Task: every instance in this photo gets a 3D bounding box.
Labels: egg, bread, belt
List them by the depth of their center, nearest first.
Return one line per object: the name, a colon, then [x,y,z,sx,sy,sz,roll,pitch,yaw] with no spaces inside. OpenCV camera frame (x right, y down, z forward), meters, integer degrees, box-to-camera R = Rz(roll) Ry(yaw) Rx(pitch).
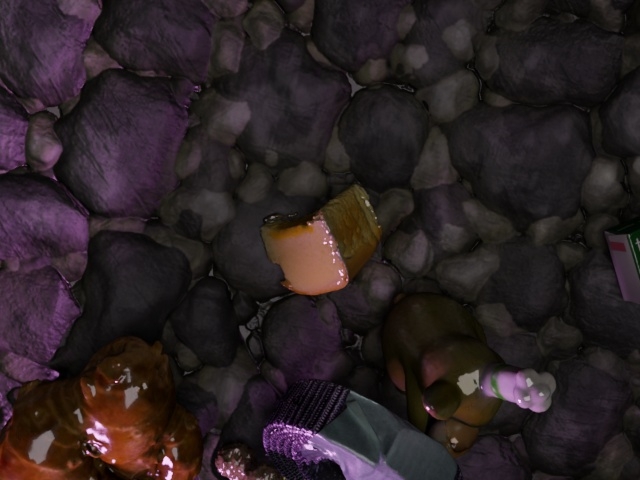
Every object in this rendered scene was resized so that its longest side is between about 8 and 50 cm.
belt: [0.063,0.338,1.101,0.325,0.260,0.122,44,52,-13]
bread: [0.000,0.000,1.157,0.160,0.169,0.140,-19,101,34]
egg: [0.224,0.326,1.221,0.083,0.071,0.071,-15,99,-23]

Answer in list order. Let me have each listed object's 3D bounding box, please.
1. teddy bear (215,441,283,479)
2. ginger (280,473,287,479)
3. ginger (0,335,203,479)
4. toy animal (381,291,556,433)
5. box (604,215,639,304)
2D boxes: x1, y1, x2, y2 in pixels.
teddy bear: [-0.115,0.456,1.126,0.129,0.182,0.251,30,74,-34]
ginger: [-0.065,0.449,1.198,0.057,0.044,0.137,4,97,-28]
ginger: [-0.343,0.315,1.087,0.357,0.152,0.274,-32,120,-5]
toy animal: [0.202,0.205,1.072,0.181,0.363,0.180,-24,113,-3]
box: [0.607,0.014,1.251,0.199,0.081,0.135,-22,99,-9]
